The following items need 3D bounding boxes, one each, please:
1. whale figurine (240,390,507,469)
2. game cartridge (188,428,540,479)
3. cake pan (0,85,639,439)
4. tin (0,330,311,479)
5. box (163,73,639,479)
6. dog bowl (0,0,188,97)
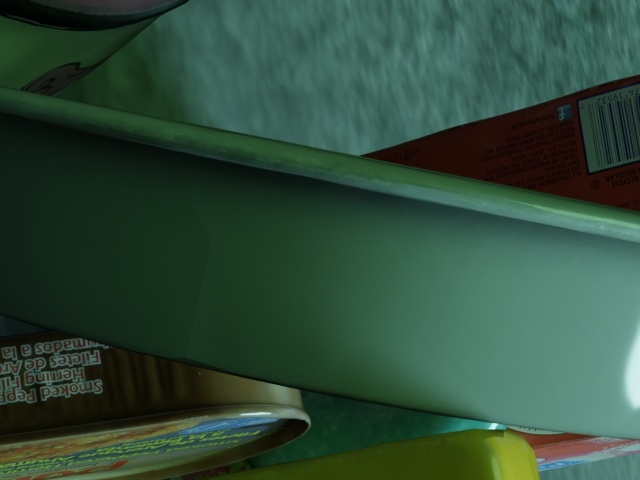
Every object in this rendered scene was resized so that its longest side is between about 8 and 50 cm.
[{"bbox_3d":[0.020,0.171,0.623,0.141,0.216,0.272,-52,140,-61],"label":"whale figurine"},{"bbox_3d":[-0.062,0.224,0.391,0.052,0.285,0.324,24,55,-68],"label":"game cartridge"},{"bbox_3d":[0.000,0.000,0.508,0.293,0.293,0.054,7,96,-58],"label":"cake pan"},{"bbox_3d":[-0.097,0.057,0.541,0.189,0.106,0.040,-6,70,-21],"label":"tin"},{"bbox_3d":[0.061,0.031,0.714,0.122,0.257,0.128,12,67,-57],"label":"box"},{"bbox_3d":[-0.147,-0.239,0.610,0.408,0.150,0.408,32,50,-49],"label":"dog bowl"}]
